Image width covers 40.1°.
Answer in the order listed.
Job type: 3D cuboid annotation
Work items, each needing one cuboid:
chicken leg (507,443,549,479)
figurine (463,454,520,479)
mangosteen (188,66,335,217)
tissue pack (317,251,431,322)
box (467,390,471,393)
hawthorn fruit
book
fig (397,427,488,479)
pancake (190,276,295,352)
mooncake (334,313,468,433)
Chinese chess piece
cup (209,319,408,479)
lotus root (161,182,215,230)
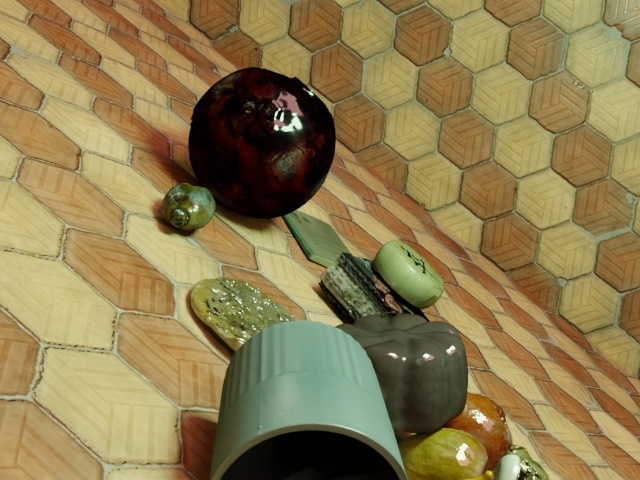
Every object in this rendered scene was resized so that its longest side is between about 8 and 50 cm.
[{"bbox_3d":[0.403,0.463,1.893,0.103,0.088,0.227,3,39,-40],"label":"chicken leg"},{"bbox_3d":[0.216,0.430,1.411,0.141,0.250,0.166,19,19,8],"label":"figurine"},{"bbox_3d":[-0.140,-0.255,2.227,0.381,0.381,0.421,37,17,1],"label":"mangosteen"},{"bbox_3d":[0.166,0.182,2.114,0.332,0.123,0.245,50,15,27],"label":"tissue pack"},{"bbox_3d":[0.299,0.367,1.943,0.122,0.089,0.062,25,10,-35],"label":"box"},{"bbox_3d":[0.288,0.386,1.735,0.173,0.173,0.173,33,17,-12],"label":"hawthorn fruit"},{"bbox_3d":[0.000,0.000,2.419,0.215,0.025,0.282,24,21,-34],"label":"book"},{"bbox_3d":[0.182,0.396,1.588,0.257,0.159,0.159,22,7,32],"label":"fig"},{"bbox_3d":[-0.129,0.160,1.695,0.282,0.049,0.282,33,16,-11],"label":"pancake"},{"bbox_3d":[0.138,0.241,1.663,0.306,0.154,0.306,2,10,0],"label":"mooncake"},{"bbox_3d":[0.216,0.081,2.131,0.188,0.083,0.188,40,16,-14],"label":"Chinese chess piece"},{"bbox_3d":[0.006,0.299,1.244,0.331,0.257,0.311,31,16,-15],"label":"cup"},{"bbox_3d":[-0.291,-0.069,1.918,0.113,0.088,0.192,19,19,-2],"label":"lotus root"}]
